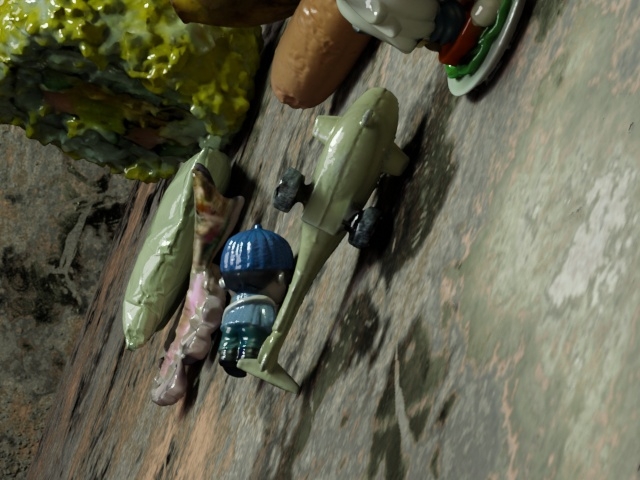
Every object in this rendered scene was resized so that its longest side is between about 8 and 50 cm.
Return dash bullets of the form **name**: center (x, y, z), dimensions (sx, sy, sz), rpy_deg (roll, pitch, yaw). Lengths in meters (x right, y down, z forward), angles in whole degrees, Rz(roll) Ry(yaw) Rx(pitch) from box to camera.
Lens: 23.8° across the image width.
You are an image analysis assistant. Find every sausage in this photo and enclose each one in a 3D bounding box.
- **sausage**: center (0.026, -0.242, 1.541), dimensions (0.289, 0.086, 0.086), rpy_deg (122, 163, -46)

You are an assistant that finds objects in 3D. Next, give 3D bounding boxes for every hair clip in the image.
- **hair clip**: center (-0.147, 0.055, 1.837), dimensions (0.173, 0.069, 0.300), rpy_deg (-91, 13, -68)

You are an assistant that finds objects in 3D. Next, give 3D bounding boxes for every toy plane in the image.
- **toy plane**: center (0.000, 0.000, 1.304), dimensions (0.108, 0.092, 0.286), rpy_deg (-29, -37, -76)

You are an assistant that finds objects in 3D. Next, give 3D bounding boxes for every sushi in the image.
- **sushi**: center (-0.282, -0.268, 2.167), dimensions (0.351, 0.397, 0.240), rpy_deg (-35, 36, 56)

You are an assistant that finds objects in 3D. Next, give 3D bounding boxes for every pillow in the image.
- **pillow**: center (-0.192, 0.004, 2.015), dimensions (0.281, 0.076, 0.274), rpy_deg (-79, 12, -88)

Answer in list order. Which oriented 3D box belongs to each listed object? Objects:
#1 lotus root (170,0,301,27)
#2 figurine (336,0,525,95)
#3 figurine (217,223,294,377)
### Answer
- **lotus root**: center (-0.054, -0.337, 1.612), dimensions (0.291, 0.193, 0.193), rpy_deg (-27, 33, 23)
- **figurine**: center (0.068, -0.192, 1.137), dimensions (0.132, 0.154, 0.132), rpy_deg (-160, 90, -77)
- **figurine**: center (-0.072, 0.061, 1.525), dimensions (0.086, 0.087, 0.149), rpy_deg (-9, 55, 32)
